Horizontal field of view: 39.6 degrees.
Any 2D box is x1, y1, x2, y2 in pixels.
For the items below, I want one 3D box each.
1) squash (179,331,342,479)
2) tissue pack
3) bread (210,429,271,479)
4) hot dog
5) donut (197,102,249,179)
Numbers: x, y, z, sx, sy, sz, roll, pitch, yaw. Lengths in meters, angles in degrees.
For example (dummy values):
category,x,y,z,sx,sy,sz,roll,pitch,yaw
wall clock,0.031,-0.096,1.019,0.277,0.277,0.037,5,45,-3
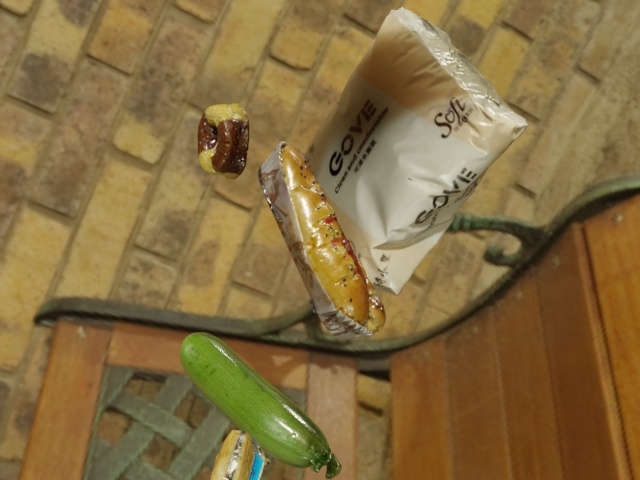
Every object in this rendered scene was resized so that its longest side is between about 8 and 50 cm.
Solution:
category,x,y,z,sx,sy,sz,roll,pitch,yaw
squash,-0.113,0.288,1.549,0.379,0.101,0.101,36,106,22
tissue pack,0.135,-0.152,1.489,0.375,0.195,0.390,-54,40,21
bread,-0.115,0.313,1.220,0.053,0.072,0.106,-25,23,21
hot dog,0.000,0.000,1.037,0.069,0.252,0.131,-26,-6,11
donut,-0.178,-0.179,1.609,0.140,0.059,0.140,-1,89,55
